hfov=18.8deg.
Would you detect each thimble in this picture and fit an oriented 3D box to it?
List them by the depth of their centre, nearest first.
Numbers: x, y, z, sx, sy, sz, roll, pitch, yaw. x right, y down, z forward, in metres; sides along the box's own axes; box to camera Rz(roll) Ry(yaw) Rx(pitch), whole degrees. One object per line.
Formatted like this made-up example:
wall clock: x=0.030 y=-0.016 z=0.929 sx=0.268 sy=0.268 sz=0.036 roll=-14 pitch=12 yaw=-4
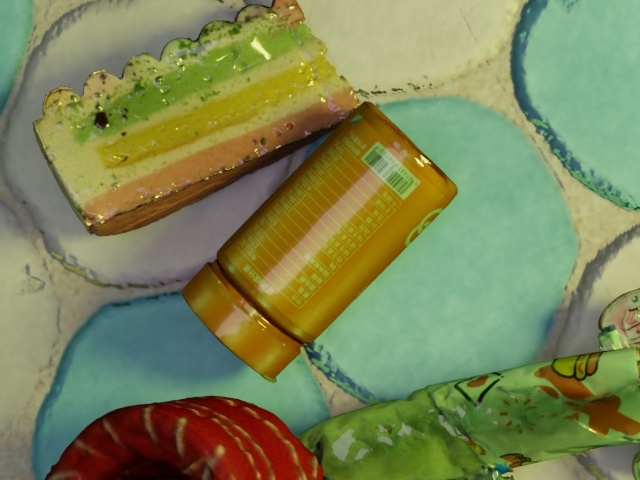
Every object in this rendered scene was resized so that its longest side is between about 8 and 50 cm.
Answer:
thimble: x=-0.100 y=0.194 z=1.336 sx=0.189 sy=0.125 sz=0.163 roll=-34 pitch=73 yaw=27

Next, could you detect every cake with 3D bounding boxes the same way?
cake: x=-0.094 y=-0.088 z=1.420 sx=0.225 sy=0.090 sz=0.109 roll=-25 pitch=80 yaw=-11

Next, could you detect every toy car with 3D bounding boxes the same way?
toy car: x=0.243 y=0.098 z=1.341 sx=0.069 sy=0.055 sz=0.142 roll=-22 pitch=92 yaw=18

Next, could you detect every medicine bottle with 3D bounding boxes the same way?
medicine bottle: x=0.000 y=0.000 z=1.368 sx=0.096 sy=0.096 sz=0.192 roll=44 pitch=94 yaw=10

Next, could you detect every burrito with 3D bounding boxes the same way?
burrito: x=0.114 y=0.144 z=1.342 sx=0.288 sy=0.054 sz=0.104 roll=-13 pitch=105 yaw=19

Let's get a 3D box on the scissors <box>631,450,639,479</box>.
scissors: x=0.300 y=0.206 z=1.328 sx=0.187 sy=0.020 sz=0.133 roll=9 pitch=110 yaw=6
